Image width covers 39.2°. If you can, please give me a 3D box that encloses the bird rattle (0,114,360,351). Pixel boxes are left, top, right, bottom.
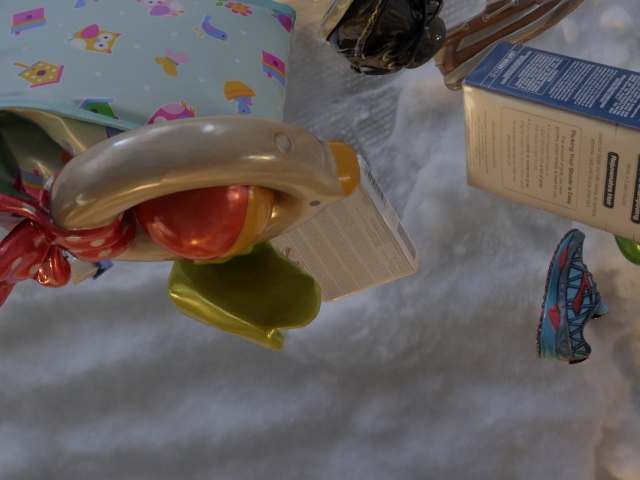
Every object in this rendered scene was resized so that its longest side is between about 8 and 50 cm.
[{"bbox_3d":[-0.096,-0.026,0.541,0.207,0.254,0.143,-29,58,41],"label":"bird rattle"}]

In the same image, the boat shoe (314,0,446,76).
[{"bbox_3d":[0.068,-0.216,0.883,0.113,0.340,0.127,31,92,-3],"label":"boat shoe"}]

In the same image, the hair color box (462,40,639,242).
[{"bbox_3d":[0.348,-0.108,1.080,0.347,0.105,0.173,23,144,30],"label":"hair color box"}]

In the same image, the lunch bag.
[{"bbox_3d":[-0.167,-0.117,0.753,0.262,0.223,0.160,13,138,-12],"label":"lunch bag"}]

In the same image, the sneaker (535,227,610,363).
[{"bbox_3d":[0.491,0.109,1.723,0.125,0.104,0.261,10,82,14],"label":"sneaker"}]

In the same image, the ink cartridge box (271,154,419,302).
[{"bbox_3d":[0.000,0.000,1.266,0.225,0.056,0.181,-20,119,25],"label":"ink cartridge box"}]

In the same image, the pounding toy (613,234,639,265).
[{"bbox_3d":[0.520,-0.077,1.509,0.110,0.236,0.183,14,146,-16],"label":"pounding toy"}]

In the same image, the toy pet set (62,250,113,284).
[{"bbox_3d":[-0.379,0.004,1.404,0.114,0.065,0.122,55,147,5],"label":"toy pet set"}]

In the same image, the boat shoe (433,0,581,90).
[{"bbox_3d":[0.312,-0.373,1.448,0.324,0.123,0.116,-34,91,21],"label":"boat shoe"}]
